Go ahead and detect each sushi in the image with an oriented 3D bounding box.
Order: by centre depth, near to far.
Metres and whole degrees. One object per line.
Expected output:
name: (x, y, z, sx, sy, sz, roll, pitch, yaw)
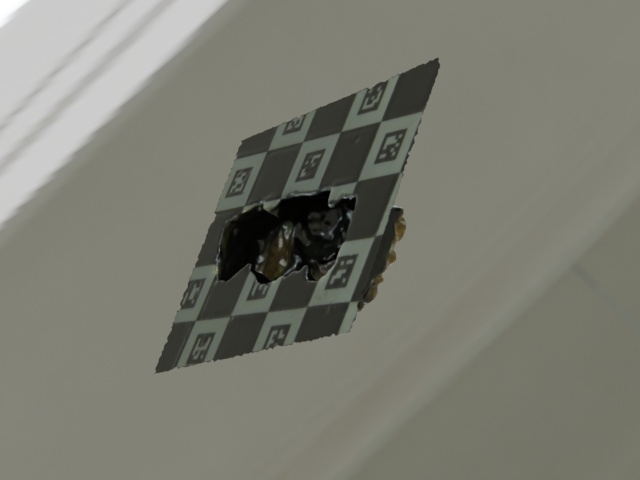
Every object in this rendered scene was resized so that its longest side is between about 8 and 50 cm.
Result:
sushi: (0.000, 0.000, 1.131, 0.050, 0.215, 0.192, 33, -118, -28)
